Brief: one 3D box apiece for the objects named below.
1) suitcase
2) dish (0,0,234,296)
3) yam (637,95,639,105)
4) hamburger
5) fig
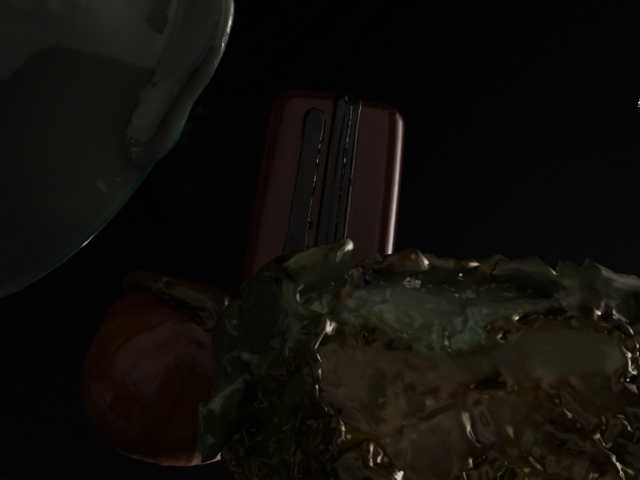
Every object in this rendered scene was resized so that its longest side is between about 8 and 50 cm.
[{"bbox_3d":[0.000,0.000,1.514,0.161,0.236,0.297,9,-116,-1],"label":"suitcase"},{"bbox_3d":[-0.142,-0.067,0.487,0.224,0.246,0.078,14,172,38],"label":"dish"},{"bbox_3d":[0.387,-0.159,1.330,0.141,0.079,0.079,9,-161,16],"label":"yam"},{"bbox_3d":[0.068,0.105,0.686,0.288,0.192,0.167,4,-115,-25],"label":"hamburger"},{"bbox_3d":[-0.139,0.118,1.324,0.205,0.205,0.205,34,-153,-20],"label":"fig"}]
